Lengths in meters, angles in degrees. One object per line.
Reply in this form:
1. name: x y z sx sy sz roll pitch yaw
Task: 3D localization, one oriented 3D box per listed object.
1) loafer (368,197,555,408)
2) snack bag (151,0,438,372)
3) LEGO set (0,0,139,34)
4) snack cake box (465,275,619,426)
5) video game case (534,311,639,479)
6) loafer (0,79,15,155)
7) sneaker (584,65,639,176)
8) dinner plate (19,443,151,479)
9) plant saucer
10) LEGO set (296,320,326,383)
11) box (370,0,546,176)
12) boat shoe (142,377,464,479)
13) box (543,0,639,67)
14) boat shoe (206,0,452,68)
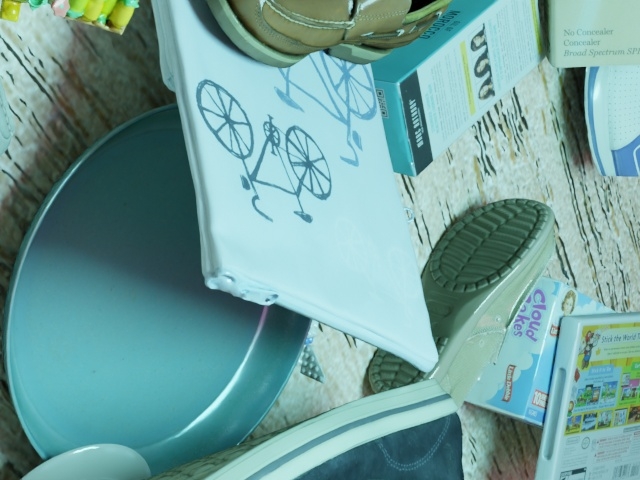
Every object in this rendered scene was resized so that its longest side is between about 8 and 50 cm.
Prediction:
1. loafer: 0.147 0.070 1.593 0.268 0.102 0.092 -50 138 -18
2. snack bag: -0.021 -0.074 1.228 0.323 0.037 0.342 27 45 -55
3. LEGO set: -0.202 -0.192 0.869 0.132 0.107 0.287 -50 123 -17
4. snack cake box: 0.265 0.136 1.771 0.264 0.089 0.152 24 82 -54
5. video game case: 0.310 0.181 1.748 0.227 0.026 0.206 1 100 -53
6. loafer: -0.247 -0.192 0.971 0.111 0.112 0.319 -36 127 -31
7. sneaker: 0.381 -0.216 1.715 0.127 0.182 0.315 -55 144 -61
8. dinner plate: -0.187 0.212 1.204 0.141 0.017 0.141 -24 138 -23
9. plant saucer: -0.123 0.044 1.241 0.318 0.044 0.317 -19 117 -41
10. LEGO set: 0.000 0.000 1.406 0.182 0.060 0.244 -53 138 -23
11. box: 0.125 -0.166 1.514 0.244 0.060 0.100 -42 131 -38
12. boat shoe: -0.022 0.220 1.220 0.500 0.187 0.156 -7 77 -60
13. box: 0.293 -0.334 1.574 0.121 0.148 0.311 -73 160 -74
14. boat shoe: 0.013 -0.204 1.242 0.307 0.104 0.110 -17 84 -65
